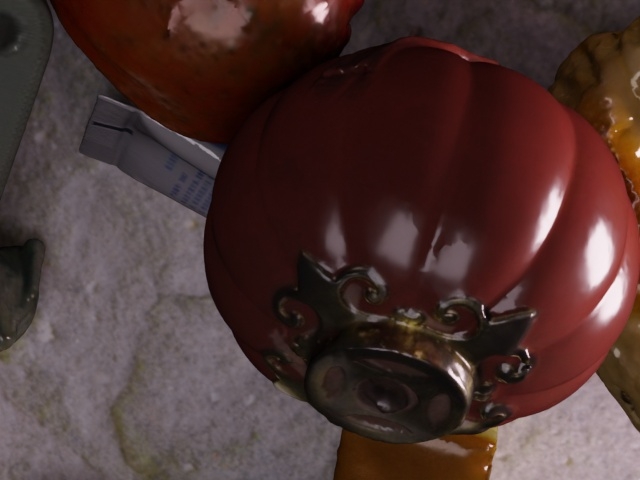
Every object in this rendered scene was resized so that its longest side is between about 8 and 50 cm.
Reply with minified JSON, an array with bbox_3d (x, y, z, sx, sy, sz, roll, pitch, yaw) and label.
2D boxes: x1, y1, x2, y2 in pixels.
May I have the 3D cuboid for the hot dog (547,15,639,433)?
[{"bbox_3d":[0.324,-0.020,1.496,0.367,0.196,0.365,-34,108,22],"label":"hot dog"}]

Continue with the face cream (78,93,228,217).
[{"bbox_3d":[0.000,0.000,1.599,0.420,0.137,0.235,25,170,-6],"label":"face cream"}]

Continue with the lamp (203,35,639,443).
[{"bbox_3d":[0.069,0.004,1.358,0.303,0.257,0.303,9,144,6],"label":"lamp"}]

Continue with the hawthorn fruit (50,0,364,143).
[{"bbox_3d":[-0.113,-0.217,1.435,0.300,0.254,0.254,21,125,-4],"label":"hawthorn fruit"}]

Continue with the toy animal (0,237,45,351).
[{"bbox_3d":[-0.373,0.057,1.763,0.251,0.127,0.125,-17,120,28],"label":"toy animal"}]

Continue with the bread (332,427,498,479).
[{"bbox_3d":[0.071,0.287,1.825,0.138,0.077,0.361,14,125,7],"label":"bread"}]

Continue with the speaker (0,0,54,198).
[{"bbox_3d":[-0.346,-0.076,1.527,0.183,0.184,0.406,10,122,-24],"label":"speaker"}]
